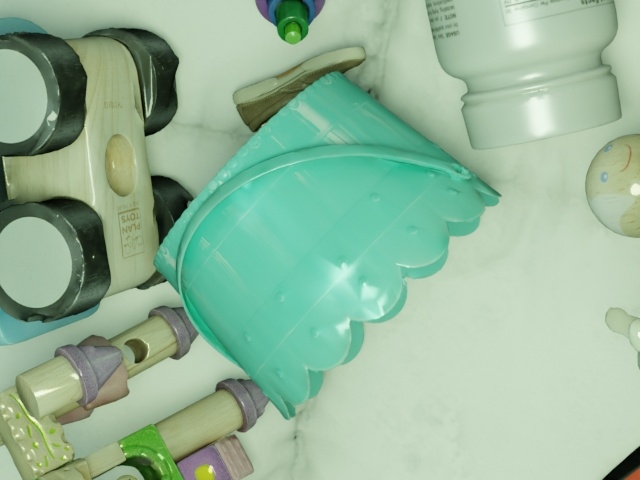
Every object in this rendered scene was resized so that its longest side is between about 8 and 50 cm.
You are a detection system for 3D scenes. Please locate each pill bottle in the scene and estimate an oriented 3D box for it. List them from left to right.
[{"bbox_3d":[0.167,-0.229,1.426,0.160,0.160,0.283,-11,96,12],"label":"pill bottle"}]

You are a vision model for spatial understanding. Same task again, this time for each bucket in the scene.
[{"bbox_3d":[0.000,0.000,1.444,0.183,0.281,0.281,43,103,5],"label":"bucket"}]

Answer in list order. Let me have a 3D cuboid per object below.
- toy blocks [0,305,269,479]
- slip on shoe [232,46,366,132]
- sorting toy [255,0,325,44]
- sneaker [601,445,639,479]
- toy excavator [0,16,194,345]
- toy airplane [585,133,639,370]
[{"bbox_3d":[-0.128,0.198,1.503,0.260,0.309,0.288,-25,84,-29],"label":"toy blocks"},{"bbox_3d":[-0.016,-0.141,1.528,0.135,0.051,0.041,-21,89,16],"label":"slip on shoe"},{"bbox_3d":[-0.154,-0.259,1.425,0.366,0.126,0.127,24,122,-22],"label":"sorting toy"},{"bbox_3d":[0.372,0.218,1.489,0.270,0.090,0.145,-40,87,11],"label":"sneaker"},{"bbox_3d":[-0.353,0.017,1.561,0.445,0.222,0.432,-3,98,25],"label":"toy excavator"},{"bbox_3d":[0.356,-0.034,1.344,0.272,0.386,0.384,3,110,26],"label":"toy airplane"}]
